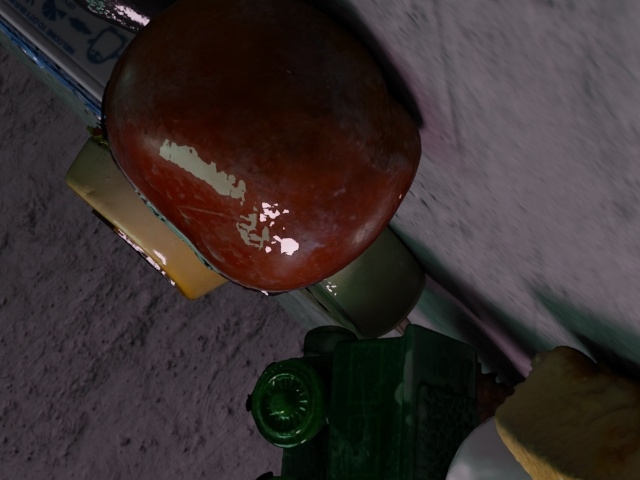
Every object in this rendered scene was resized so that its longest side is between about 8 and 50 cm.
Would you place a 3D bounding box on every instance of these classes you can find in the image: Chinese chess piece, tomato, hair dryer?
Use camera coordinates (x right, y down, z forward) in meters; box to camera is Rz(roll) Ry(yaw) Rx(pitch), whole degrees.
[{"bbox_3d":[0.000,0.000,1.452,0.238,0.092,0.238,45,173,7],"label":"Chinese chess piece"},{"bbox_3d":[-0.030,-0.083,0.932,0.214,0.181,0.155,37,156,-3],"label":"tomato"},{"bbox_3d":[-0.173,-0.232,1.285,0.195,0.075,0.219,37,-173,-21],"label":"hair dryer"}]

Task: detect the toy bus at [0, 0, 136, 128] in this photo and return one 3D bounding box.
[{"bbox_3d":[-0.276,-0.225,1.682,0.297,0.106,0.131,41,170,16],"label":"toy bus"}]

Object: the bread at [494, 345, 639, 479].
[{"bbox_3d":[0.255,0.188,1.012,0.185,0.114,0.274,51,170,-21],"label":"bread"}]

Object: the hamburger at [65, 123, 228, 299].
[{"bbox_3d":[-0.211,-0.059,1.983,0.300,0.176,0.300,42,172,7],"label":"hamburger"}]

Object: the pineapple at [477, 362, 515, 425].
[{"bbox_3d":[0.193,0.263,1.542,0.357,0.223,0.223,26,-174,-37],"label":"pineapple"}]

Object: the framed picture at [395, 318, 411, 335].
[{"bbox_3d":[-0.012,-0.005,1.808,0.289,0.020,0.211,40,172,37],"label":"framed picture"}]

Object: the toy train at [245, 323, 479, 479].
[{"bbox_3d":[0.038,0.210,1.345,0.201,0.266,0.145,-7,163,32],"label":"toy train"}]

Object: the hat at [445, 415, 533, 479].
[{"bbox_3d":[0.188,0.223,1.241,0.126,0.203,0.203,32,167,39],"label":"hat"}]
